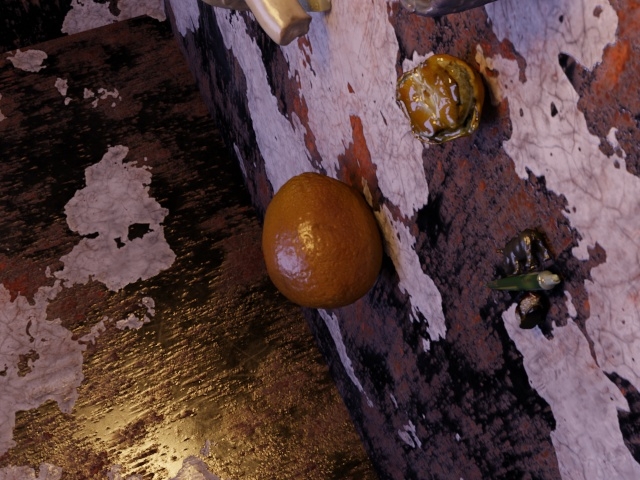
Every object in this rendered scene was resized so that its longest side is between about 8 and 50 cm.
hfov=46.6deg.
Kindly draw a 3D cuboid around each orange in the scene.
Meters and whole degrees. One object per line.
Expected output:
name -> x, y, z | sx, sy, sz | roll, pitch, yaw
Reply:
orange -> 0.207, -0.237, 1.230 | 0.170, 0.112, 0.160 | 34, 137, 27
orange -> 0.000, 0.000, 1.936 | 0.322, 0.322, 0.357 | 119, 138, -72

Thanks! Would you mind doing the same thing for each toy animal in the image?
toy animal -> 0.335, 0.024, 1.248 | 0.135, 0.047, 0.065 | 110, 143, -71

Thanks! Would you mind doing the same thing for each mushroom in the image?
mushroom -> -0.145, -0.613, 1.698 | 0.336, 0.314, 0.314 | 52, 164, 2

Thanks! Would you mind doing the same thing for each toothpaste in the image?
toothpaste -> 0.348, 0.072, 1.277 | 0.204, 0.049, 0.031 | 159, 111, -73

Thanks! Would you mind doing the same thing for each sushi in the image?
sushi -> 0.367, 0.118, 1.295 | 0.083, 0.044, 0.046 | 97, 171, -58

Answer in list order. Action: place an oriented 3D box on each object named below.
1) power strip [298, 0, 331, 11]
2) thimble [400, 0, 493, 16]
power strip -> -0.033, -0.585, 1.792 | 0.253, 0.027, 0.060 | -142, 34, -64
thimble -> 0.186, -0.401, 0.957 | 0.236, 0.172, 0.205 | 25, 137, 68
